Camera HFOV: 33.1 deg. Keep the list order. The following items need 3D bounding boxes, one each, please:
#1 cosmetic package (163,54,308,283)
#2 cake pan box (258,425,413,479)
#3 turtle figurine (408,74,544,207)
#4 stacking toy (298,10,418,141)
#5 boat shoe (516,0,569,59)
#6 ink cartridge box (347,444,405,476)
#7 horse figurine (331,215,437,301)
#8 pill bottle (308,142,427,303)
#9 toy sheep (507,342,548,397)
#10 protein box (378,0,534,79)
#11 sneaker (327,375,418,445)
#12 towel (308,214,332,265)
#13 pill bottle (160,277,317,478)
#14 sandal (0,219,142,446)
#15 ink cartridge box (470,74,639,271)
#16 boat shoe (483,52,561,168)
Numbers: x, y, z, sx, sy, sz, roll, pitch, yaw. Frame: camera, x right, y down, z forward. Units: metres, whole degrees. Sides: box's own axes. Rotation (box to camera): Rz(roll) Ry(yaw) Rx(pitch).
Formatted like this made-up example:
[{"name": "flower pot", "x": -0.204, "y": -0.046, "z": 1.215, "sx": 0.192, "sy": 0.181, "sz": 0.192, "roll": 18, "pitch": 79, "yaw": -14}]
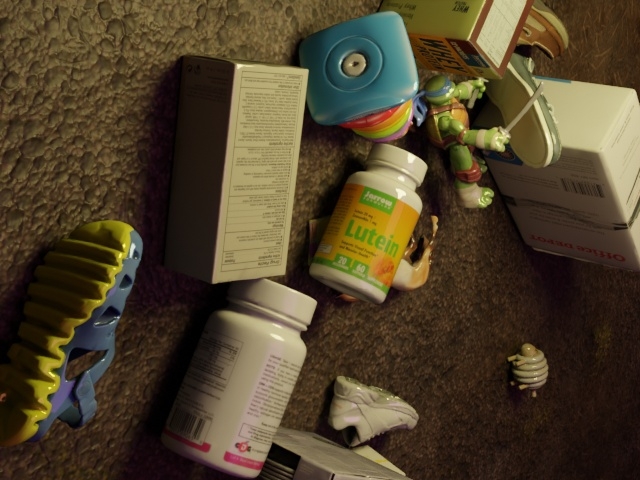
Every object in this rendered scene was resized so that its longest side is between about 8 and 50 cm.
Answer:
[{"name": "cosmetic package", "x": -0.121, "y": -0.104, "z": 1.551, "sx": 0.160, "sy": 0.113, "sz": 0.309, "roll": -4, "pitch": 106, "yaw": -50}, {"name": "cake pan box", "x": -0.007, "y": 0.369, "z": 1.748, "sx": 0.267, "sy": 0.246, "sz": 0.070, "roll": 23, "pitch": 84, "yaw": -52}, {"name": "turtle figurine", "x": 0.296, "y": -0.204, "z": 1.939, "sx": 0.275, "sy": 0.198, "sz": 0.266, "roll": -34, "pitch": 139, "yaw": -16}, {"name": "stacking toy", "x": 0.091, "y": -0.224, "z": 1.754, "sx": 0.302, "sy": 0.175, "sz": 0.166, "roll": 45, "pitch": 32, "yaw": -68}, {"name": "boat shoe", "x": 0.357, "y": -0.430, "z": 2.031, "sx": 0.120, "sy": 0.122, "sz": 0.324, "roll": -45, "pitch": 139, "yaw": 11}, {"name": "ink cartridge box", "x": 0.075, "y": 0.444, "z": 1.967, "sx": 0.090, "sy": 0.143, "sz": 0.092, "roll": -4, "pitch": 107, "yaw": -32}, {"name": "horse figurine", "x": 0.136, "y": 0.031, "z": 1.949, "sx": 0.263, "sy": 0.066, "sz": 0.174, "roll": 8, "pitch": 89, "yaw": -48}, {"name": "pill bottle", "x": 0.087, "y": -0.031, "z": 1.791, "sx": 0.136, "sy": 0.136, "sz": 0.245, "roll": 33, "pitch": 76, "yaw": -50}, {"name": "toy sheep", "x": 0.472, "y": 0.293, "z": 2.432, "sx": 0.091, "sy": 0.091, "sz": 0.132, "roll": -26, "pitch": 117, "yaw": -43}, {"name": "protein box", "x": 0.231, "y": -0.398, "z": 1.803, "sx": 0.136, "sy": 0.200, "sz": 0.201, "roll": 35, "pitch": 76, "yaw": -50}, {"name": "sneaker", "x": 0.088, "y": 0.328, "z": 1.989, "sx": 0.232, "sy": 0.090, "sz": 0.115, "roll": 27, "pitch": 88, "yaw": -42}, {"name": "towel", "x": 0.000, "y": 0.000, "z": 1.816, "sx": 0.060, "sy": 0.009, "sz": 0.083, "roll": -21, "pitch": 119, "yaw": -46}, {"name": "pill bottle", "x": -0.117, "y": 0.199, "z": 1.623, "sx": 0.160, "sy": 0.160, "sz": 0.283, "roll": 30, "pitch": 80, "yaw": -51}, {"name": "sandal", "x": -0.317, "y": 0.122, "z": 1.398, "sx": 0.138, "sy": 0.126, "sz": 0.317, "roll": 30, "pitch": 87, "yaw": -54}, {"name": "ink cartridge box", "x": 0.513, "y": -0.134, "z": 2.170, "sx": 0.166, "sy": 0.285, "sz": 0.395, "roll": -57, "pitch": 139, "yaw": -21}, {"name": "boat shoe", "x": 0.390, "y": -0.247, "z": 1.973, "sx": 0.099, "sy": 0.319, "sz": 0.116, "roll": 1, "pitch": 130, "yaw": -16}]
